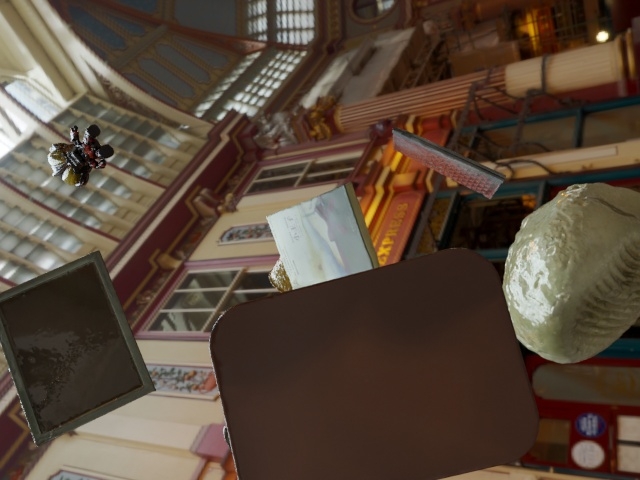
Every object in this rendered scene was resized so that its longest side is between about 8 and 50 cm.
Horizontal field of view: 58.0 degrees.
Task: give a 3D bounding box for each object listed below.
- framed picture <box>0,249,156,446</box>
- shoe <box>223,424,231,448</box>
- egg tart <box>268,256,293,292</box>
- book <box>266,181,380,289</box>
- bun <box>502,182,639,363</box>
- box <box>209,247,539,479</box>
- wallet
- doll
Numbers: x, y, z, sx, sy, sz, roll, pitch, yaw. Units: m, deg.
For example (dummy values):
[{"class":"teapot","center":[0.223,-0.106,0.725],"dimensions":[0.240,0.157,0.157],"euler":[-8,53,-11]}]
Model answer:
[{"class":"framed picture","center":[-0.463,0.193,1.071],"dimensions":[0.018,0.231,0.293],"euler":[95,150,-76]},{"class":"shoe","center":[-0.215,0.686,1.983],"dimensions":[0.275,0.098,0.103],"euler":[34,-165,-35]},{"class":"egg tart","center":[-0.055,0.092,1.888],"dimensions":[0.215,0.215,0.171],"euler":[-33,-36,-55]},{"class":"book","center":[0.000,0.000,1.306],"dimensions":[0.026,0.289,0.201],"euler":[-21,-89,-43]},{"class":"bun","center":[0.487,0.052,1.116],"dimensions":[0.349,0.227,0.353],"euler":[16,-77,-43]},{"class":"box","center":[0.064,0.162,0.749],"dimensions":[0.229,0.339,0.240],"euler":[28,-133,-83]},{"class":"wallet","center":[0.211,-0.131,0.976],"dimensions":[0.020,0.196,0.103],"euler":[-61,-12,-8]},{"class":"doll","center":[-0.632,-0.214,1.497],"dimensions":[0.088,0.248,0.127],"euler":[-6,-97,-51]}]
